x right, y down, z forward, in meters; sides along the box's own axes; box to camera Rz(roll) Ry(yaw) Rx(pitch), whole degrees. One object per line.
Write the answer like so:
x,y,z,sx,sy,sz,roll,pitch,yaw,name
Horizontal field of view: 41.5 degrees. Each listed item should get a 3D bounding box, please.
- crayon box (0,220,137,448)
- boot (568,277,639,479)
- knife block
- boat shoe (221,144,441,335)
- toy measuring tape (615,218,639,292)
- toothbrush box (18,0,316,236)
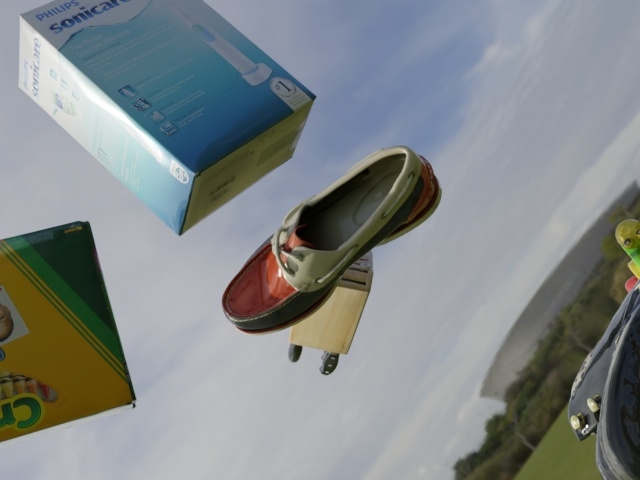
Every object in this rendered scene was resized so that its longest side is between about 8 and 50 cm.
-0.312,0.101,0.714,0.278,0.165,0.081,-15,-11,-15,crayon box
0.192,0.086,0.475,0.236,0.085,0.178,-47,-19,-39,boot
0.006,0.108,1.163,0.276,0.088,0.242,-82,2,-74,knife block
0.000,0.000,0.436,0.137,0.049,0.043,-35,-26,11,boat shoe
0.523,0.102,1.161,0.121,0.330,0.121,-41,2,1,toy measuring tape
-0.191,-0.184,1.041,0.216,0.295,0.126,-40,-13,-37,toothbrush box
